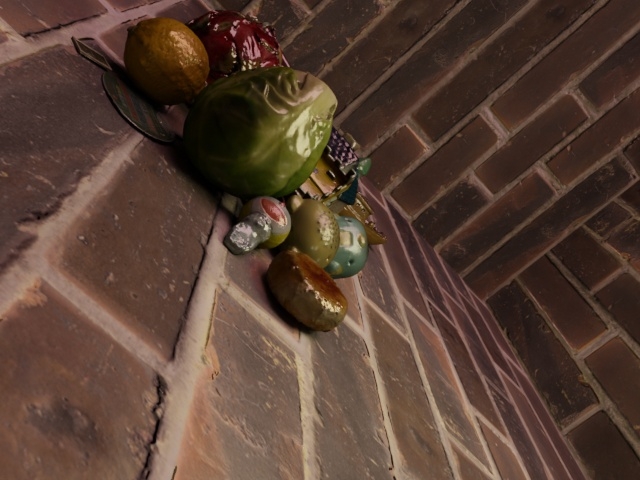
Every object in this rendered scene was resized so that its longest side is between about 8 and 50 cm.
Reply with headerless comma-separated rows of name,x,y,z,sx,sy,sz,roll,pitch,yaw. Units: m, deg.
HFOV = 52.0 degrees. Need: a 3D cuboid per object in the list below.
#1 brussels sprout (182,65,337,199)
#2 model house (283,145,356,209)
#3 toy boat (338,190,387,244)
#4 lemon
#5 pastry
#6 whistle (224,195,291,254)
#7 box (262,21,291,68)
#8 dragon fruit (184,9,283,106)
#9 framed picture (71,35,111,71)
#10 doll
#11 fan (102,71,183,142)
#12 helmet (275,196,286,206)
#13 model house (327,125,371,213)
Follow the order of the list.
brussels sprout,-0.128,-0.251,1.502,0.289,0.354,0.281,41,-12,50
model house,-0.053,-0.150,1.759,0.198,0.215,0.224,-33,79,-37
toy boat,0.135,-0.109,2.444,0.321,0.121,0.089,45,8,-13
lemon,-0.370,-0.429,1.576,0.231,0.192,0.192,43,15,-31
pastry,-0.032,0.107,1.378,0.182,0.093,0.192,33,17,-46
whistle,-0.134,-0.031,1.418,0.123,0.123,0.223,49,28,-1
box,-0.235,-0.539,2.105,0.168,0.294,0.193,57,-1,-4
dragon fruit,-0.268,-0.494,1.853,0.329,0.329,0.329,45,14,-15
framed picture,-0.514,-0.419,1.476,0.089,0.006,0.066,28,21,-52
doll,0.000,0.000,1.603,0.260,0.161,0.177,20,66,-51
fan,-0.399,-0.299,1.518,0.223,0.012,0.294,50,13,12
helmet,-0.139,-0.084,1.646,0.089,0.057,0.111,-5,57,-30
model house,0.009,-0.218,2.027,0.243,0.284,0.298,59,16,18
